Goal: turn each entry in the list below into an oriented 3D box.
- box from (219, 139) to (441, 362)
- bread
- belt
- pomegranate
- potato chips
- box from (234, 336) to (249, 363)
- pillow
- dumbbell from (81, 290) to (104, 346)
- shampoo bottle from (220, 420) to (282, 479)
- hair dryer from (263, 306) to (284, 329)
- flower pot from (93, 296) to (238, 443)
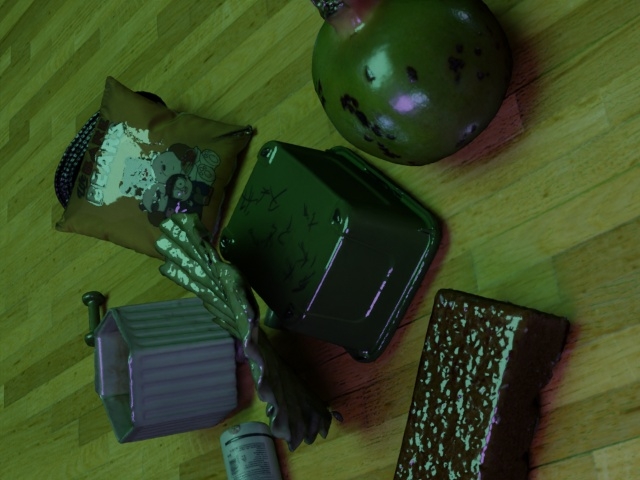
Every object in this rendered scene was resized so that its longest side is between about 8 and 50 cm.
[{"bbox_3d":[0.000,0.000,1.556,0.329,0.178,0.252,41,109,48],"label":"box"},{"bbox_3d":[0.181,0.276,1.302,0.165,0.113,0.416,16,93,53],"label":"bread"},{"bbox_3d":[-0.412,-0.161,2.083,0.289,0.184,0.164,-53,3,25],"label":"belt"},{"bbox_3d":[0.097,-0.240,1.396,0.291,0.323,0.290,-13,70,42],"label":"pomegranate"},{"bbox_3d":[-0.109,0.140,1.509,0.097,0.373,0.389,-36,35,-7],"label":"potato chips"},{"bbox_3d":[-0.141,0.162,1.785,0.098,0.045,0.062,42,112,47],"label":"box"},{"bbox_3d":[-0.312,-0.114,1.938,0.312,0.119,0.310,20,99,10],"label":"pillow"},{"bbox_3d":[-0.477,0.165,2.194,0.046,0.052,0.118,-14,62,5],"label":"dumbbell"},{"bbox_3d":[-0.092,0.416,1.616,0.085,0.085,0.262,-43,49,35],"label":"shampoo bottle"},{"bbox_3d":[-0.040,0.125,1.688,0.124,0.038,0.063,20,96,44],"label":"hair dryer"},{"bbox_3d":[-0.266,0.218,1.768,0.239,0.190,0.209,54,140,46],"label":"flower pot"}]
